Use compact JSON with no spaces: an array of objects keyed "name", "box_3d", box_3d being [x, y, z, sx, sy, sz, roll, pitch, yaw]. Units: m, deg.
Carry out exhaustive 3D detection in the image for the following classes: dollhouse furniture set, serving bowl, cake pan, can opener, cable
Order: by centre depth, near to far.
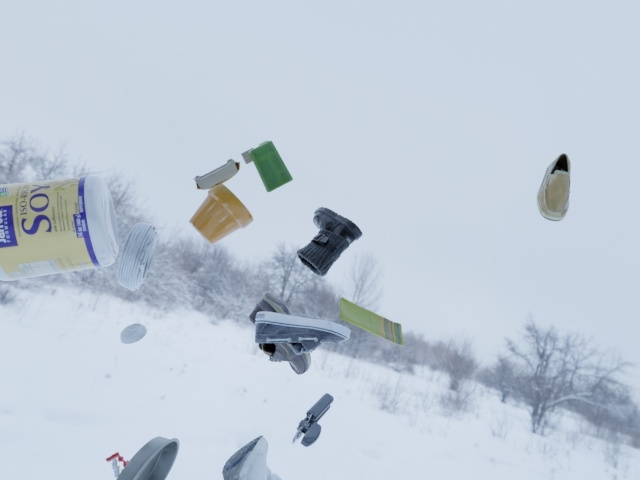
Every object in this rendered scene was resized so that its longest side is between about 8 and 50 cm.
[{"name":"cake pan","box_3d":[-0.536,0.718,1.386,0.054,0.293,0.293,26,-9,13]},{"name":"serving bowl","box_3d":[-0.595,0.289,1.467,0.083,0.083,0.027,12,-54,32]},{"name":"dollhouse furniture set","box_3d":[-0.276,-0.216,1.625,0.151,0.301,0.197,63,-8,-16]},{"name":"cable","box_3d":[-0.680,0.060,1.733,0.089,0.257,0.257,17,34,-13]},{"name":"can opener","box_3d":[-0.013,0.677,1.734,0.095,0.076,0.283,29,22,20]}]

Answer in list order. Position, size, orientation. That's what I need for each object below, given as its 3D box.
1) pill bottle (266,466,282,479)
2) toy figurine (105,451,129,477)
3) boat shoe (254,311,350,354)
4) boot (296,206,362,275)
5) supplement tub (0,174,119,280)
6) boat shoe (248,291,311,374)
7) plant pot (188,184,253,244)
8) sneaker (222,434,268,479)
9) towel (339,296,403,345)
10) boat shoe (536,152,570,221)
[{"name":"pill bottle","box_3d":[-0.170,0.917,1.654,0.221,0.121,0.121,55,-15,-4]},{"name":"toy figurine","box_3d":[-0.728,0.950,1.580,0.363,0.217,0.191,58,-20,23]},{"name":"boat shoe","box_3d":[-0.048,0.276,1.325,0.301,0.102,0.108,16,-22,-31]},{"name":"boot","box_3d":[-0.002,-0.003,2.011,0.131,0.260,0.348,49,-10,-28]},{"name":"supplement tub","box_3d":[-0.703,-0.030,1.165,0.331,0.241,0.241,-9,-3,-16]},{"name":"boat shoe","box_3d":[-0.142,0.326,1.522,0.132,0.130,0.355,26,-34,50]},{"name":"plant pot","box_3d":[-0.398,-0.091,1.802,0.205,0.188,0.205,42,-13,12]},{"name":"sneaker","box_3d":[-0.185,0.622,1.174,0.129,0.111,0.297,49,18,-8]},{"name":"towel","box_3d":[0.168,0.265,1.516,0.237,0.021,0.102,26,27,-14]},{"name":"boat shoe","box_3d":[0.530,-0.127,1.042,0.068,0.190,0.072,13,-39,12]}]
